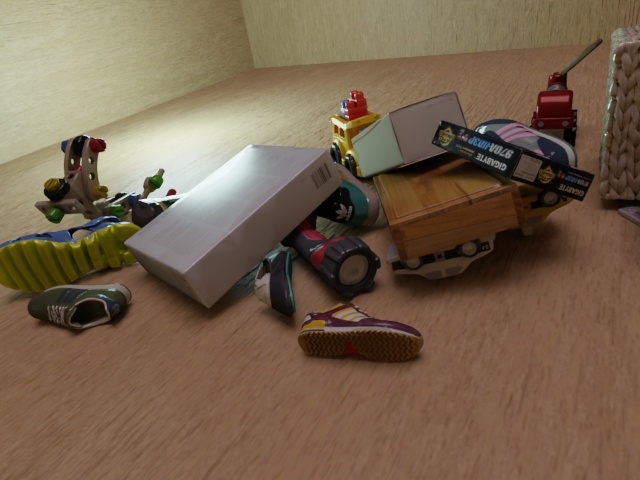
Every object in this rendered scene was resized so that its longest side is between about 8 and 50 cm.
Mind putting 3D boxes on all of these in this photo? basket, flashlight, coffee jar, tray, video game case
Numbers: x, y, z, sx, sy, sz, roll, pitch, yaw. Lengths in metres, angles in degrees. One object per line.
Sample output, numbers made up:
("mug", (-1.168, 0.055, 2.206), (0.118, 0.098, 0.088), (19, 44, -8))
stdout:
("basket", (0.717, -0.271, 0.942), (0.266, 0.328, 0.331), (5, 29, 29))
("flashlight", (0.000, 0.000, 0.928), (0.103, 0.103, 0.304), (6, 19, -27))
("coffee jar", (-0.348, -0.066, 1.131), (0.096, 0.079, 0.184), (22, 25, 33))
("tray", (0.220, -0.091, 0.929), (0.202, 0.076, 0.411), (-18, 16, 8))
("video game case", (0.651, -0.051, 0.900), (0.122, 0.011, 0.087), (-12, 28, -3))

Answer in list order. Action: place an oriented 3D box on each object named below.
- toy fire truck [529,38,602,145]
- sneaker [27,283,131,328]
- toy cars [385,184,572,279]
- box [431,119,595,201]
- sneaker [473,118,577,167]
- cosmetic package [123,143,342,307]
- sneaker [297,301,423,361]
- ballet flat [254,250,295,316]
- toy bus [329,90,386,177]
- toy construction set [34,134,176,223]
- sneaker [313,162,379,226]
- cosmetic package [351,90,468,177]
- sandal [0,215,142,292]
("toy fire truck", (0.658, -0.398, 1.280), (0.158, 0.246, 0.217), (5, 32, 27))
("sneaker", (-0.458, 0.126, 0.876), (0.192, 0.064, 0.086), (-7, 24, -1))
("toy cars", (0.301, -0.014, 0.873), (0.393, 0.087, 0.176), (-27, 17, -22))
("box", (0.326, -0.144, 0.827), (0.175, 0.051, 0.220), (11, 20, -27))
("sneaker", (0.462, -0.227, 1.176), (0.131, 0.112, 0.319), (-17, 28, -18))
("cosmetic package", (-0.181, -0.057, 0.978), (0.284, 0.097, 0.377), (18, 53, 46))
("sneaker", (0.060, 0.127, 0.706), (0.185, 0.070, 0.084), (0, 35, 16))
("ballet flat", (-0.082, 0.078, 0.843), (0.074, 0.074, 0.203), (-11, 22, -1))
("toy bus", (0.115, -0.301, 1.320), (0.149, 0.212, 0.220), (-16, 31, -15))
("toy construction set", (-0.560, -0.097, 1.222), (0.308, 0.257, 0.237), (13, 48, -4))
("sneaker", (0.009, -0.120, 1.099), (0.121, 0.108, 0.302), (4, 21, -31))
("cosmetic package", (0.193, -0.231, 1.095), (0.160, 0.113, 0.309), (-20, 4, -10))
("sandal", (-0.553, 0.021, 1.054), (0.317, 0.126, 0.138), (-12, 26, -23))
